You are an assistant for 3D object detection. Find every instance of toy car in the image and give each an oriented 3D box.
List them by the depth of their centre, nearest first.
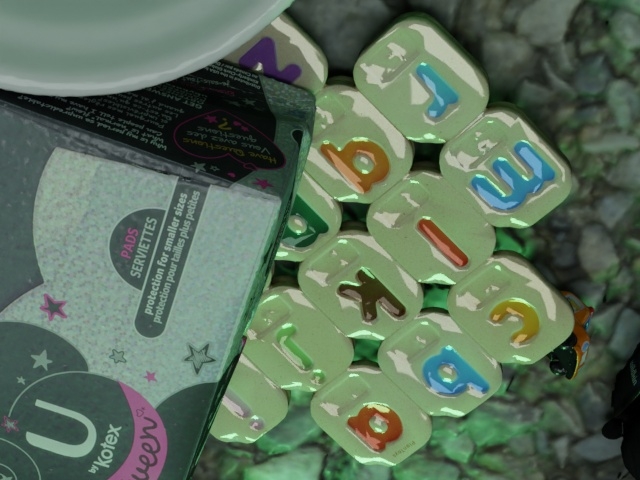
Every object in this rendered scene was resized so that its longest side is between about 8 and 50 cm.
[{"bbox_3d":[0.142,0.022,1.080,0.040,0.060,0.122,-28,131,-23],"label":"toy car"}]

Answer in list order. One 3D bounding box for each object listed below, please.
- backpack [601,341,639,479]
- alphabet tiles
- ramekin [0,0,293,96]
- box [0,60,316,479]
[{"bbox_3d":[0.262,0.091,1.087,0.115,0.152,0.182,10,117,-26],"label":"backpack"},{"bbox_3d":[0.000,0.000,1.061,0.284,0.021,0.278,-40,106,24],"label":"alphabet tiles"},{"bbox_3d":[-0.120,-0.221,0.874,0.277,0.135,0.277,-1,122,-1],"label":"ramekin"},{"bbox_3d":[-0.117,0.027,0.999,0.163,0.142,0.247,19,119,-2],"label":"box"}]
